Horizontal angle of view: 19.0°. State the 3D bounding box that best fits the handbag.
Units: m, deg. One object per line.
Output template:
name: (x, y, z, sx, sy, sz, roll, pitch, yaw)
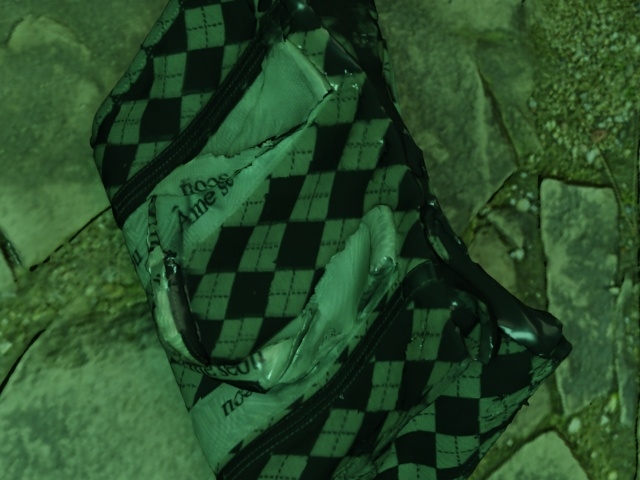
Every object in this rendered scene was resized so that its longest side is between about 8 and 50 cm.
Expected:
handbag: (0.000, 0.000, 1.398, 0.180, 0.317, 0.416, -4, 59, -34)
